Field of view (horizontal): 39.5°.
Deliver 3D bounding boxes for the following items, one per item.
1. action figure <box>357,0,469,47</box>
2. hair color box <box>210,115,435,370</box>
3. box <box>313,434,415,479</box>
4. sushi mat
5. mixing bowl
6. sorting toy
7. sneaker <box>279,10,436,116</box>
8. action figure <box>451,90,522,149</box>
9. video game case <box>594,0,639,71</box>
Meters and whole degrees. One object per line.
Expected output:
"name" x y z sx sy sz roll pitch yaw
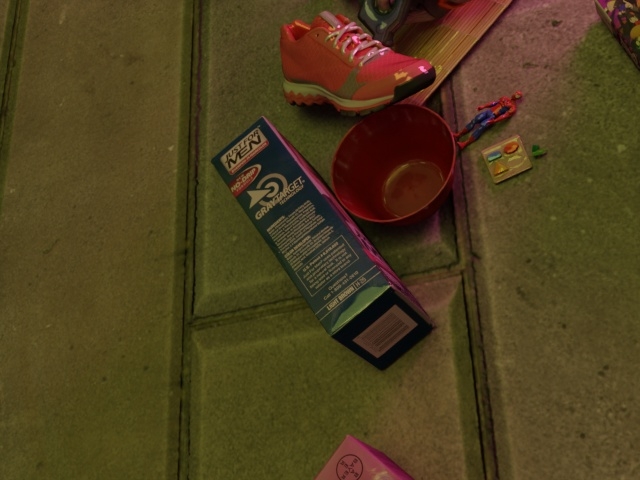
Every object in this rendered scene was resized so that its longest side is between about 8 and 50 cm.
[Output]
"action figure" 0.143 -0.471 1.364 0.330 0.178 0.341 39 112 35
"hair color box" 0.000 0.000 1.228 0.105 0.174 0.347 -40 56 5
"box" 0.072 0.393 1.043 0.243 0.117 0.213 35 86 34
"sushi mat" 0.190 -0.336 1.382 0.316 0.019 0.151 -49 55 -1
"mixing bowl" 0.117 -0.091 1.257 0.181 0.098 0.181 -11 63 23
"sorting toy" 0.271 -0.121 1.244 0.083 0.012 0.062 -25 58 15
"sneaker" 0.032 -0.265 1.298 0.116 0.136 0.314 -31 27 -30
"action figure" 0.241 -0.177 1.279 0.115 0.030 0.038 -35 51 6
"video game case" 0.520 -0.304 1.186 0.232 0.042 0.210 -29 58 12
